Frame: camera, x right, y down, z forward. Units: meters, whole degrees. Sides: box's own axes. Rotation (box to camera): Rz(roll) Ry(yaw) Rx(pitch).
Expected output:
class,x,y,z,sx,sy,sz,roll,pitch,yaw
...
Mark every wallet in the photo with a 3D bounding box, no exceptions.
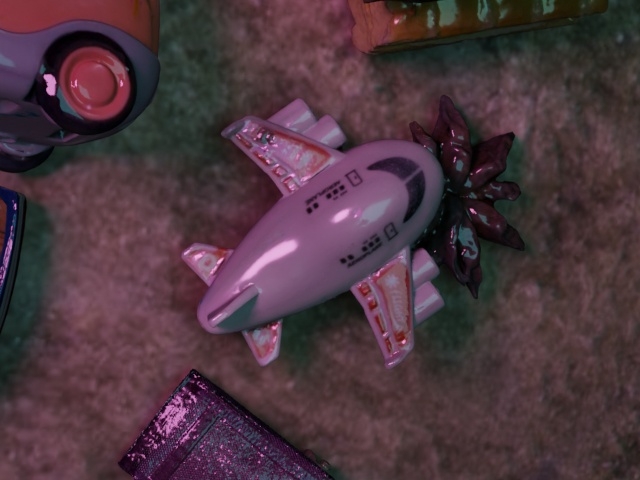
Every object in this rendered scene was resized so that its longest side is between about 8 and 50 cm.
class,x,y,z,sx,sy,sz,roll,pitch,yaw
wallet,-0.082,0.206,0.969,0.166,0.030,0.111,37,80,2

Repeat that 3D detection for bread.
class,x,y,z,sx,sy,sz,roll,pitch,yaw
bread,0.126,-0.303,0.984,0.239,0.111,0.246,-13,100,-22

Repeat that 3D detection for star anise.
class,x,y,z,sx,sy,sz,roll,pitch,yaw
star anise,0.121,-0.045,1.040,0.195,0.065,0.182,14,85,-17

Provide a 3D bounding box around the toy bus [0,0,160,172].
class,x,y,z,sx,sy,sz,roll,pitch,yaw
toy bus,-0.250,-0.183,0.791,0.287,0.194,0.232,13,80,-31

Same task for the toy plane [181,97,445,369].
class,x,y,z,sx,sy,sz,roll,pitch,yaw
toy plane,0.000,0.000,0.949,0.252,0.118,0.252,0,89,-7

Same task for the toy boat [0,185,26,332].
class,x,y,z,sx,sy,sz,roll,pitch,yaw
toy boat,-0.284,0.066,0.877,0.046,0.080,0.229,17,89,-59

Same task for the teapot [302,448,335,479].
class,x,y,z,sx,sy,sz,roll,pitch,yaw
teapot,-0.017,0.240,1.017,0.083,0.067,0.057,-51,154,-18

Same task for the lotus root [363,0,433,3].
class,x,y,z,sx,sy,sz,roll,pitch,yaw
lotus root,0.129,-0.323,0.787,0.149,0.260,0.267,-3,93,-18
